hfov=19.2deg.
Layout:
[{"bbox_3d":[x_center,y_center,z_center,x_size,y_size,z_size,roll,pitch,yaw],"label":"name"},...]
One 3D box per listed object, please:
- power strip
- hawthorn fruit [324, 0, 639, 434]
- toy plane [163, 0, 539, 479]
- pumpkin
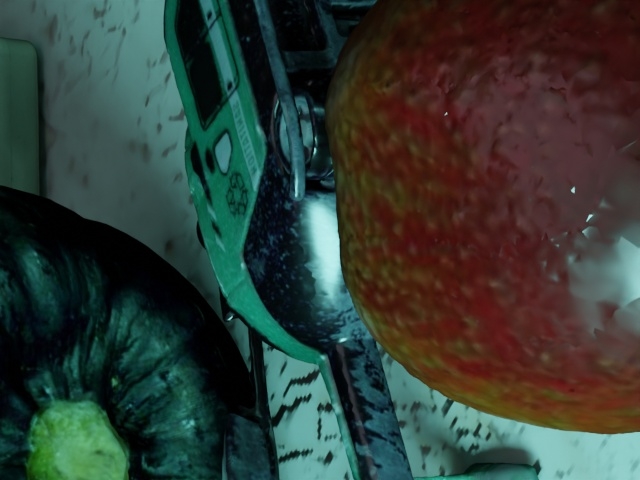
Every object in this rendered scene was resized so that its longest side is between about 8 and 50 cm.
[{"bbox_3d":[-0.180,-0.017,1.009,0.081,0.035,0.192,-4,88,52],"label":"power strip"},{"bbox_3d":[0.096,-0.023,0.544,0.188,0.169,0.169,15,103,40],"label":"hawthorn fruit"},{"bbox_3d":[0.000,0.000,0.724,0.155,0.106,0.382,-41,59,53],"label":"toy plane"},{"bbox_3d":[-0.159,0.134,0.768,0.238,0.315,0.315,-27,68,31],"label":"pumpkin"}]
